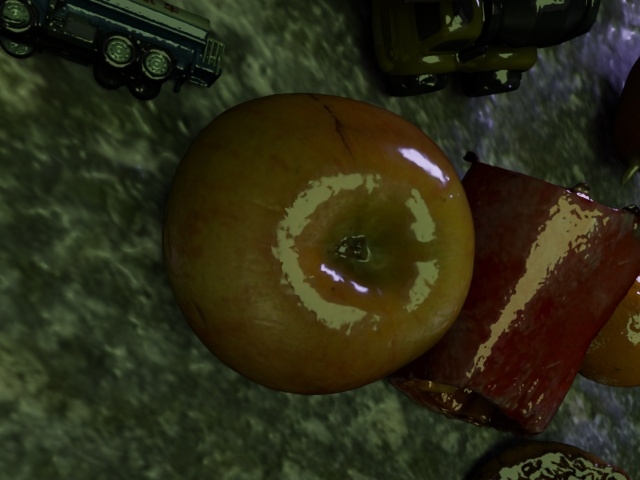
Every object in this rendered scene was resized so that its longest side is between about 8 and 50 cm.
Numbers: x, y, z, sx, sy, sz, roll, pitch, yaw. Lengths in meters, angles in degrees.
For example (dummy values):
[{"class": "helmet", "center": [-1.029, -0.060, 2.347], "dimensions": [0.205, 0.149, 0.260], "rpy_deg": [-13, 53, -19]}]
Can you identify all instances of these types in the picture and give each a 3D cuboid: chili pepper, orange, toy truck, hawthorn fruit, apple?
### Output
[{"class": "chili pepper", "center": [0.223, 0.080, 0.600], "dimensions": [0.305, 0.229, 0.251], "rpy_deg": [-66, 152, -6]}, {"class": "orange", "center": [0.414, 0.108, 0.732], "dimensions": [0.193, 0.161, 0.193], "rpy_deg": [-2, 94, -30]}, {"class": "toy truck", "center": [-0.186, -0.187, 0.465], "dimensions": [0.201, 0.074, 0.088], "rpy_deg": [14, 84, -26]}, {"class": "toy truck", "center": [0.174, -0.242, 0.580], "dimensions": [0.224, 0.165, 0.147], "rpy_deg": [-10, 98, -23]}, {"class": "hawthorn fruit", "center": [0.507, -0.171, 0.748], "dimensions": [0.199, 0.199, 0.251], "rpy_deg": [42, 91, -23]}, {"class": "apple", "center": [0.000, 0.000, 0.483], "dimensions": [0.286, 0.233, 0.286], "rpy_deg": [-2, 96, -24]}]

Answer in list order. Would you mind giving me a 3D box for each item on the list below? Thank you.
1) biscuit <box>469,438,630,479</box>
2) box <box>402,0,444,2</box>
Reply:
[{"class": "biscuit", "center": [0.318, 0.449, 0.719], "dimensions": [0.289, 0.081, 0.334], "rpy_deg": [12, 79, 4]}, {"class": "box", "center": [0.105, -0.474, 0.392], "dimensions": [0.373, 0.138, 0.420], "rpy_deg": [41, 60, -55]}]
